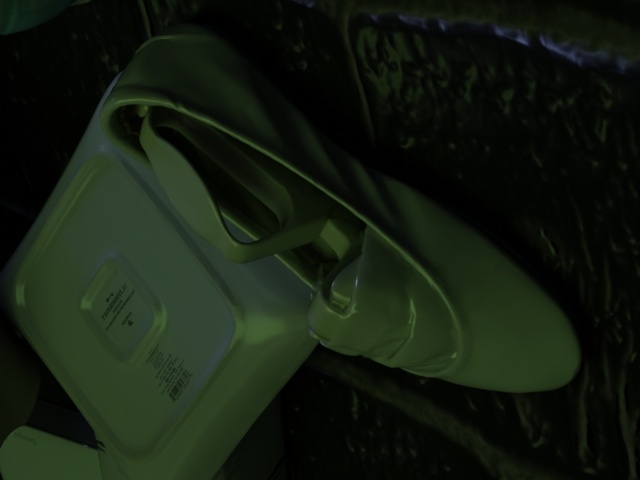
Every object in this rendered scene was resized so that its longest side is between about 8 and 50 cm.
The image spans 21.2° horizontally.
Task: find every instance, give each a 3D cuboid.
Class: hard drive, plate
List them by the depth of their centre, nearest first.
[{"bbox_3d":[-0.149,0.053,1.379,0.278,0.045,0.277,50,126,19],"label":"plate"},{"bbox_3d":[-0.234,0.305,1.761,0.203,0.040,0.307,12,129,36],"label":"hard drive"}]

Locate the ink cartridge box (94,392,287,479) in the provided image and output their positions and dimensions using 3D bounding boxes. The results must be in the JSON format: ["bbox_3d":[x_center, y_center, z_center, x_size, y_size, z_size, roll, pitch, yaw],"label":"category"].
[{"bbox_3d":[-0.114,0.201,1.521,0.160,0.092,0.219,24,134,31],"label":"ink cartridge box"}]

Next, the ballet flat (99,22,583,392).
[{"bbox_3d":[0.000,0.000,1.227,0.400,0.139,0.139,40,140,11],"label":"ballet flat"}]

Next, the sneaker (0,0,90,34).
[{"bbox_3d":[-0.323,-0.296,1.273,0.366,0.150,0.135,42,139,9],"label":"sneaker"}]

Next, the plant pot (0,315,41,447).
[{"bbox_3d":[-0.421,0.092,1.455,0.334,0.334,0.305,-14,129,48],"label":"plant pot"}]
